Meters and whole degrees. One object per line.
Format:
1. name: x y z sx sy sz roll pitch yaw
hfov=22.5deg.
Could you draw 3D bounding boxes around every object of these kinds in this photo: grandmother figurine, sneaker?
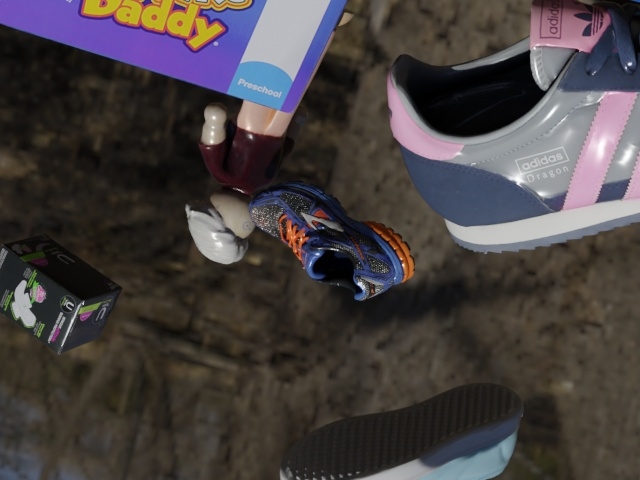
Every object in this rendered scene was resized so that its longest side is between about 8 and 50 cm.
1. grandmother figurine: -0.075 -0.133 1.943 0.104 0.342 0.208 31 -164 37
2. sneaker: 0.000 0.000 1.858 0.221 0.087 0.083 25 137 31
3. sneaker: 0.114 0.307 2.108 0.366 0.150 0.135 -12 -151 -26
4. sneaker: 0.184 -0.090 0.897 0.319 0.112 0.131 -20 128 25

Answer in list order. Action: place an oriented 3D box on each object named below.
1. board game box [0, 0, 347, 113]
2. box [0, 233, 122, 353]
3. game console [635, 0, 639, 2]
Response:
1. board game box: -0.115 -0.216 0.767 0.233 0.078 0.347 16 -145 -17
2. box: -0.210 0.041 1.258 0.083 0.052 0.062 34 -160 16
3. game console: 0.412 -0.294 1.541 0.293 0.250 0.173 27 176 46
